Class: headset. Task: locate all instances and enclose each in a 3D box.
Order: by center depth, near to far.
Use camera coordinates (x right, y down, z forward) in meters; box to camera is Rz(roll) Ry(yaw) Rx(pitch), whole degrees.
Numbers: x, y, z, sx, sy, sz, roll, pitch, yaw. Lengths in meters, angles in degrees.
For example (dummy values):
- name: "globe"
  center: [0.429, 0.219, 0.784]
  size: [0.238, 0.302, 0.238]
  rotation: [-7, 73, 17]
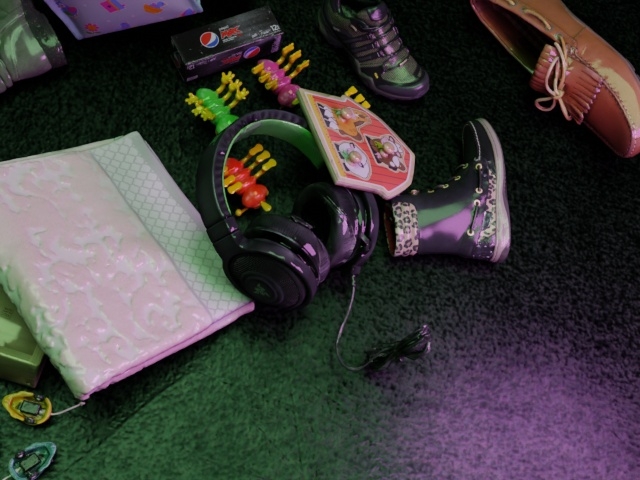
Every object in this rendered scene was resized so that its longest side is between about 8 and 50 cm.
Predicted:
- name: "headset"
  center: [0.000, 0.000, 1.271]
  size: [0.243, 0.185, 0.394]
  rotation: [-33, 96, -40]

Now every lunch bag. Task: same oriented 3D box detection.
- name: "lunch bag"
  center: [-0.312, -0.425, 1.346]
  size: [0.223, 0.262, 0.160]
  rotation: [-8, 67, 13]

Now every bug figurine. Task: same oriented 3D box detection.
- name: "bug figurine"
  center: [-0.071, -0.171, 1.415]
  size: [0.279, 0.072, 0.216]
  rotation: [-33, 83, -26]

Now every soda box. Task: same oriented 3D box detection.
- name: "soda box"
  center: [-0.147, -0.307, 1.472]
  size: [0.168, 0.053, 0.060]
  rotation: [-22, 72, -18]

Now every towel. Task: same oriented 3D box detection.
- name: "towel"
  center: [-0.279, 0.011, 1.247]
  size: [0.317, 0.053, 0.332]
  rotation: [-24, 71, -45]

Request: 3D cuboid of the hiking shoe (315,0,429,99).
- name: "hiking shoe"
  center: [0.084, -0.315, 1.481]
  size: [0.227, 0.114, 0.086]
  rotation: [42, 67, 9]

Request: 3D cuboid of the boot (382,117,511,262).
- name: "boot"
  center: [0.184, -0.078, 1.415]
  size: [0.178, 0.085, 0.237]
  rotation: [-1, 68, -8]

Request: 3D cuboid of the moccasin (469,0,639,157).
- name: "moccasin"
  center: [0.381, -0.281, 1.505]
  size: [0.147, 0.139, 0.380]
  rotation: [-28, 74, -18]

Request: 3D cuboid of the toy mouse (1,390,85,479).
- name: "toy mouse"
  center: [-0.396, 0.263, 1.198]
  size: [0.160, 0.031, 0.143]
  rotation: [11, 65, -5]

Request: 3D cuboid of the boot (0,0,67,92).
- name: "boot"
  center: [-0.501, -0.327, 1.409]
  size: [0.161, 0.083, 0.247]
  rotation: [-28, 73, -13]

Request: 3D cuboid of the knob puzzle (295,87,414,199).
- name: "knob puzzle"
  center: [0.071, -0.142, 1.361]
  size: [0.213, 0.030, 0.213]
  rotation: [27, 39, -24]

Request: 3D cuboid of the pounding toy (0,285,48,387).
- name: "pounding toy"
  center: [-0.366, 0.096, 1.246]
  size: [0.206, 0.094, 0.181]
  rotation: [20, 57, -9]
